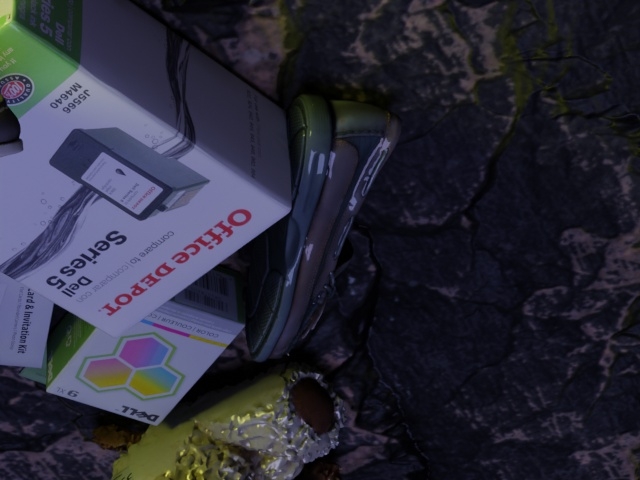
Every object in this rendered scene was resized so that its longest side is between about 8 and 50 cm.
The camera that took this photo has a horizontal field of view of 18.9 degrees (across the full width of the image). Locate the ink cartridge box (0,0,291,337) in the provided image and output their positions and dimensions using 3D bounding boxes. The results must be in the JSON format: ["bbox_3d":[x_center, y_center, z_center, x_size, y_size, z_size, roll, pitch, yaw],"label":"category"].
[{"bbox_3d":[-0.182,-0.072,1.399,0.198,0.114,0.273,-35,130,28],"label":"ink cartridge box"}]

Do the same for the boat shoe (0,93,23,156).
[{"bbox_3d":[-0.338,-0.111,1.257,0.335,0.112,0.095,9,106,31],"label":"boat shoe"}]

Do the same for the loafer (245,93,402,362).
[{"bbox_3d":[0.000,0.000,1.516,0.084,0.096,0.267,1,135,-15],"label":"loafer"}]

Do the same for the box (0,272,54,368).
[{"bbox_3d":[-0.311,0.040,1.563,0.186,0.038,0.145,5,136,-13],"label":"box"}]

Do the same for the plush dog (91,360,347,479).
[{"bbox_3d":[-0.083,0.254,1.714,0.211,0.262,0.225,4,138,42],"label":"plush dog"}]

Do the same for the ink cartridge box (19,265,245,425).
[{"bbox_3d":[-0.162,0.094,1.618,0.109,0.062,0.209,21,132,-27],"label":"ink cartridge box"}]
